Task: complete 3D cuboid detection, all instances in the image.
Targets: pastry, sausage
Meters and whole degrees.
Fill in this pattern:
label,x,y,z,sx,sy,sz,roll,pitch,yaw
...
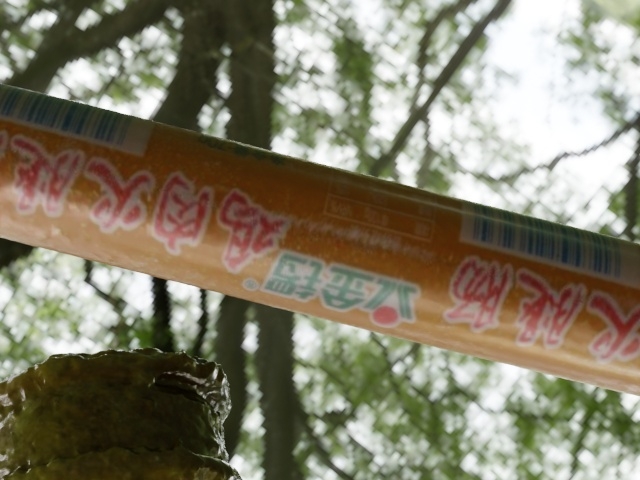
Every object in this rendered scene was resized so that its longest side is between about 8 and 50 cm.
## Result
label,x,y,z,sx,sy,sz,roll,pitch,yaw
pastry,-0.138,0.147,0.913,0.188,0.188,0.103,15,-133,-41
sausage,0.000,0.000,0.508,0.347,0.053,0.053,14,-155,-4
